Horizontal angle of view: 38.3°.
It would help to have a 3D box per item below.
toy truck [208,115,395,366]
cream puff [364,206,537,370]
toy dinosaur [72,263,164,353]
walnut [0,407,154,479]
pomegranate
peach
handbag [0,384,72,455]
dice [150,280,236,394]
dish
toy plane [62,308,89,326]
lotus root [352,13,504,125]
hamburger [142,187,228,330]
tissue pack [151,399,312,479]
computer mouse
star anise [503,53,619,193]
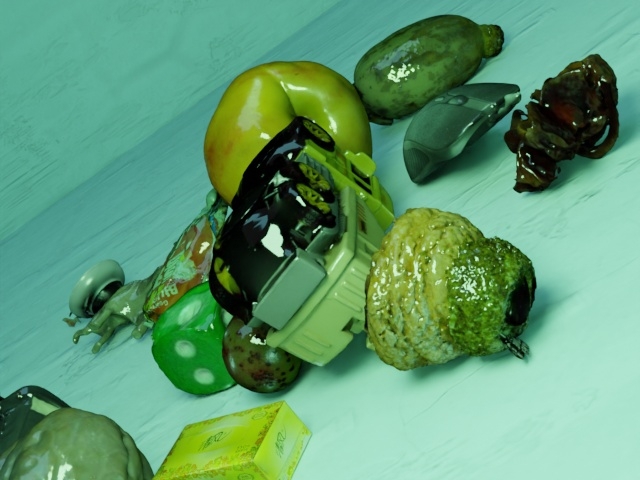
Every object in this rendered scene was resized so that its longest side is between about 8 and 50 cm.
[{"bbox_3d":[0.000,0.000,1.211,0.180,0.254,0.405,-49,15,18],"label":"toy truck"},{"bbox_3d":[0.154,0.063,0.986,0.169,0.183,0.183,12,48,34],"label":"cream puff"},{"bbox_3d":[-0.383,0.136,1.771,0.294,0.077,0.162,-20,26,40],"label":"toy dinosaur"},{"bbox_3d":[-0.297,0.308,1.096,0.224,0.224,0.224,-32,21,14],"label":"walnut"},{"bbox_3d":[-0.067,0.136,1.204,0.130,0.130,0.130,-32,21,14],"label":"pomegranate"},{"bbox_3d":[-0.053,-0.143,1.545,0.289,0.289,0.308,-46,-2,-23],"label":"peach"},{"bbox_3d":[-0.445,0.336,1.303,0.254,0.181,0.181,-34,29,18],"label":"handbag"},{"bbox_3d":[-0.161,0.141,1.344,0.131,0.120,0.128,-24,22,25],"label":"dice"},{"bbox_3d":[-0.444,0.118,1.918,0.141,0.078,0.141,-45,-22,-25],"label":"dish"},{"bbox_3d":[-0.510,0.141,2.011,0.120,0.049,0.031,-54,20,3],"label":"toy plane"},{"bbox_3d":[0.199,-0.341,1.758,0.309,0.173,0.173,-28,21,5],"label":"lotus root"},{"bbox_3d":[-0.188,0.055,1.576,0.260,0.150,0.276,-37,27,57],"label":"hamburger"},{"bbox_3d":[-0.107,0.256,1.092,0.176,0.062,0.095,-19,27,37],"label":"tissue pack"},{"bbox_3d":[0.205,-0.182,1.363,0.167,0.090,0.379,-42,3,-13],"label":"computer mouse"},{"bbox_3d":[0.310,-0.143,1.189,0.190,0.126,0.220,-41,4,23],"label":"star anise"}]
